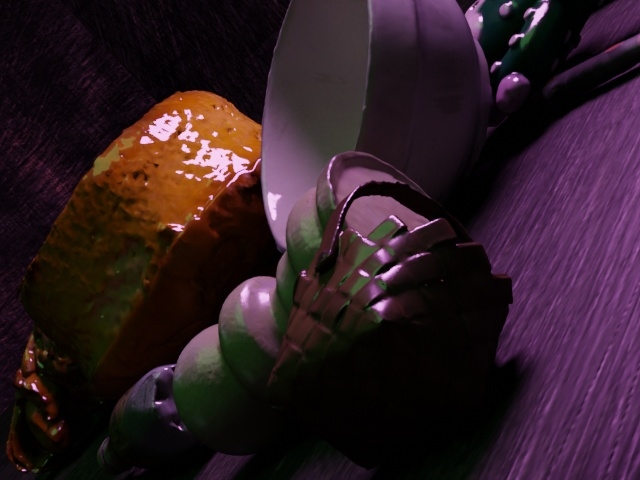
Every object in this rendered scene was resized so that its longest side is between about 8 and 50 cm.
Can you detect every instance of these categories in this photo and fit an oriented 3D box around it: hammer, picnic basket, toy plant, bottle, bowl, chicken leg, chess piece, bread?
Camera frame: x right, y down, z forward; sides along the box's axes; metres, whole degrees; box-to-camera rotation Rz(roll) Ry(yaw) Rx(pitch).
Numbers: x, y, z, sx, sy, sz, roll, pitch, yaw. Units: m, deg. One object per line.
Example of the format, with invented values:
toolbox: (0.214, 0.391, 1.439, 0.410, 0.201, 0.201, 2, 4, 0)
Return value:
hammer: (0.274, -0.165, 1.167, 0.111, 0.033, 0.288, -48, 9, -26)
picnic basket: (0.052, 0.035, 0.851, 0.138, 0.128, 0.178, -34, 22, 42)
toy plant: (0.199, -0.203, 1.394, 0.232, 0.112, 0.243, -62, 9, -19)
bottle: (-0.170, 0.186, 1.339, 0.083, 0.083, 0.270, -48, 3, -32)
bowl: (0.058, -0.131, 1.345, 0.307, 0.163, 0.307, -176, 90, -71)
chicken leg: (-0.347, 0.197, 1.940, 0.295, 0.182, 0.409, -63, 8, -16)
chess piece: (-0.016, 0.066, 1.051, 0.251, 0.144, 0.144, -45, 6, 29)
bread: (-0.164, 0.001, 1.630, 0.398, 0.215, 0.398, -52, -7, -9)

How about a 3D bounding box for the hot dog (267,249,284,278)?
hot dog: (-0.001, 0.000, 1.569, 0.140, 0.060, 0.090, -54, 10, -5)
